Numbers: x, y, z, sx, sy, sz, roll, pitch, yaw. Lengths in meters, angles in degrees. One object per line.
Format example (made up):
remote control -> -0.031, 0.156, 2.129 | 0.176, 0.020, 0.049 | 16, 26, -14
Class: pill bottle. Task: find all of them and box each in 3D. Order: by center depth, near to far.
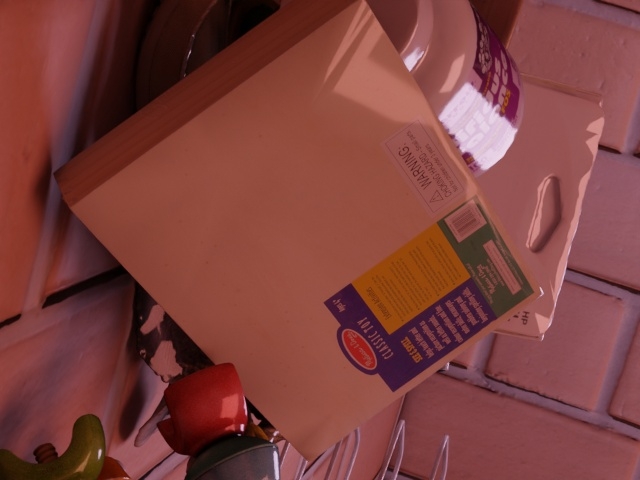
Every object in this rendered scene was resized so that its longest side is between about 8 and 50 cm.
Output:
pill bottle -> 0.074, -0.158, 1.405 | 0.301, 0.169, 0.169 | 28, 80, -67

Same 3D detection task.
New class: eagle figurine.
eagle figurine -> -0.086, 0.068, 1.538 | 0.226, 0.225, 0.298 | -11, -86, 61

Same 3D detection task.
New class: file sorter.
file sorter -> 0.023, 0.317, 2.069 | 0.193, 0.278, 0.173 | 83, 26, -64

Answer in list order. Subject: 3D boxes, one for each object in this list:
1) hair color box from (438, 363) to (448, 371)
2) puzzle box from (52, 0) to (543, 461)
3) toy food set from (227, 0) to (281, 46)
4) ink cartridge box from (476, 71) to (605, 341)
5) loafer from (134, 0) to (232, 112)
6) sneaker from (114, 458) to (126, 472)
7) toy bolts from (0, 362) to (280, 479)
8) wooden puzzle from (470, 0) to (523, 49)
hair color box -> 0.031, 0.056, 1.691 | 0.347, 0.105, 0.173 | 166, -67, -69
puzzle box -> 0.000, 0.000, 1.295 | 0.272, 0.052, 0.409 | -36, 135, 1
toy food set -> -0.030, -0.143, 1.455 | 0.128, 0.071, 0.217 | 43, 45, -41
ink cartridge box -> 0.145, -0.065, 1.844 | 0.395, 0.166, 0.285 | -159, -99, -69
loafer -> -0.104, -0.101, 1.320 | 0.102, 0.092, 0.268 | -52, 157, -58
sneaker -> -0.207, 0.256, 1.506 | 0.118, 0.042, 0.067 | -68, 166, 18
toy bolts -> -0.136, 0.230, 1.277 | 0.229, 0.158, 0.218 | -22, 158, -15
wooden puzzle -> 0.066, -0.185, 1.604 | 0.044, 0.239, 0.221 | 52, 57, -74
